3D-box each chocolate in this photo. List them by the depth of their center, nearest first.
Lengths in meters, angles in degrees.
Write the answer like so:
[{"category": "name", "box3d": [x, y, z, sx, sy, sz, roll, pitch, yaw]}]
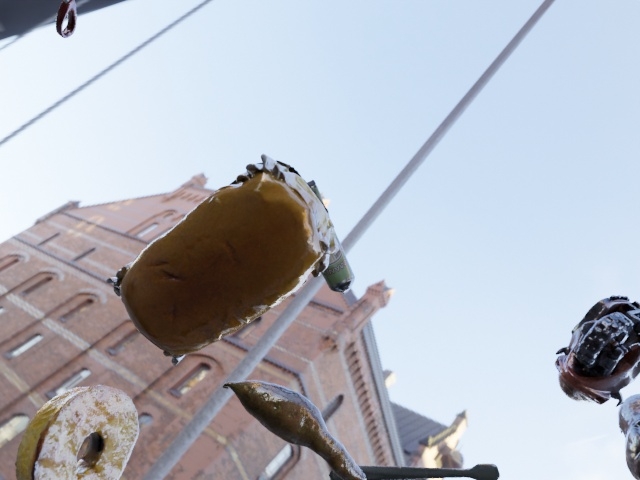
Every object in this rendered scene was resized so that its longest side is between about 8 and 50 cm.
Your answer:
[{"category": "chocolate", "box3d": [0.536, 0.317, 0.877, 0.110, 0.248, 0.110, 5, -78, 25]}]

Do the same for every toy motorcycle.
[{"category": "toy motorcycle", "box3d": [0.336, 0.121, 0.623, 0.084, 0.212, 0.118, 45, -55, 40]}]

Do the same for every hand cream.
[{"category": "hand cream", "box3d": [0.000, 0.000, 1.103, 0.235, 0.086, 0.055, 64, -8, 2]}]

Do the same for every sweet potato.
[{"category": "sweet potato", "box3d": [-0.028, 0.285, 0.855, 0.269, 0.075, 0.075, 37, -36, 1]}]

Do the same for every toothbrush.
[{"category": "toothbrush", "box3d": [0.152, 0.395, 0.936, 0.297, 0.030, 0.030, -10, -29, 22]}]

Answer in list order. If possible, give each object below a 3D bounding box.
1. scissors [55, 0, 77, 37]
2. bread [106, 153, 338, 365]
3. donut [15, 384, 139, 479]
[{"category": "scissors", "box3d": [-0.391, -0.430, 0.881, 0.017, 0.144, 0.248, 32, -15, -9]}, {"category": "bread", "box3d": [-0.104, 0.024, 0.608, 0.241, 0.107, 0.136, -35, -82, 15]}, {"category": "donut", "box3d": [-0.560, 0.478, 1.267, 0.110, 0.303, 0.303, 3, -55, 28]}]
